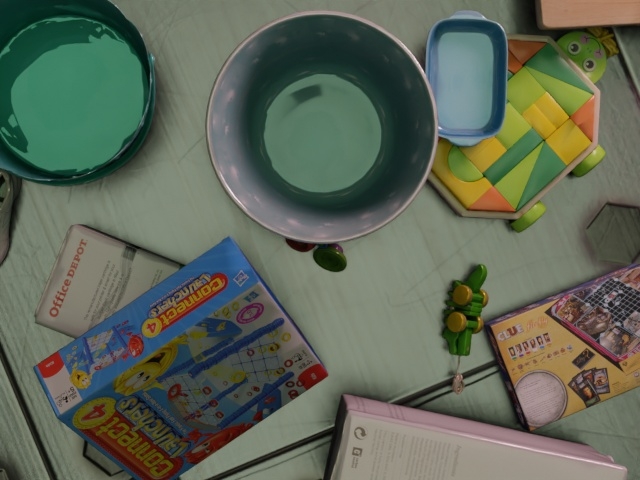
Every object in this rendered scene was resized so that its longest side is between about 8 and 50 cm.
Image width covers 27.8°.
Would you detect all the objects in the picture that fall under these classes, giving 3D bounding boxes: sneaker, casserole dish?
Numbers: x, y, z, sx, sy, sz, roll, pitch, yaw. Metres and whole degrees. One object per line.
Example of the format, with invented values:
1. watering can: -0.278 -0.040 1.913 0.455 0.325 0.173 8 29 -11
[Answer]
1. sneaker: -0.465 -0.032 1.833 0.054 0.061 0.152 11 91 -4
2. casserole dish: 0.200 -0.223 1.798 0.114 0.037 0.188 1 90 -2

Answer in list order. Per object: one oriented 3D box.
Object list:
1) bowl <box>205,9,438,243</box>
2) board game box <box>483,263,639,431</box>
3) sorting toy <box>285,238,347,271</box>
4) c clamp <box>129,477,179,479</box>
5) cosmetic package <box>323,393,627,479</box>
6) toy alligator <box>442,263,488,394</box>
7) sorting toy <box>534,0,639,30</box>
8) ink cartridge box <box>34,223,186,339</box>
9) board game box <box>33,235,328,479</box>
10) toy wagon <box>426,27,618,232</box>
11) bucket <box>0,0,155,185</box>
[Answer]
1. bowl: 0.003 -0.150 1.793 0.311 0.163 0.311 0 90 1
2. board game box: 0.377 0.152 1.859 0.243 0.042 0.165 -21 92 -7
3. sorting toy: 0.000 0.000 1.857 0.102 0.061 0.042 31 55 -9
4. c clamp: -0.252 0.410 1.862 0.161 0.022 0.137 -41 86 0
5. cosmetic package: 0.202 0.330 1.780 0.385 0.217 0.156 13 89 0
6. toy alligator: 0.198 0.124 1.862 0.051 0.056 0.189 13 91 40
7. sorting toy: 0.411 -0.426 1.834 0.257 0.089 0.255 -5 90 -11
8. ink cartridge box: -0.277 0.081 1.825 0.208 0.087 0.153 23 90 -3
9. board game box: -0.174 0.175 1.724 0.302 0.308 0.086 -34 56 -1
10. toy wagon: 0.289 -0.192 1.853 0.344 0.068 0.267 -42 92 -1
11. bucket: -0.359 -0.206 1.775 0.281 0.183 0.281 0 90 -1
